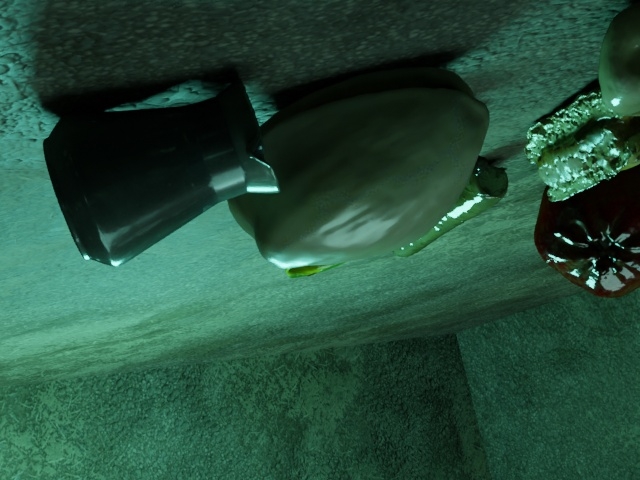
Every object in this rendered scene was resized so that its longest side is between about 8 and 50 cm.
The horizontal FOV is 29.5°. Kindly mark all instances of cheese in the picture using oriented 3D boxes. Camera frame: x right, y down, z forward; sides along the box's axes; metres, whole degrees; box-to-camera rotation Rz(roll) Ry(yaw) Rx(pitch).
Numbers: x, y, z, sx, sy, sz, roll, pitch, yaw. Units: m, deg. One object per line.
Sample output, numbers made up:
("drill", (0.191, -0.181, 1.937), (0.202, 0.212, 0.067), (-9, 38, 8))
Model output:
("cheese", (0.429, -0.219, 1.388), (0.235, 0.117, 0.218), (-15, 170, 5))

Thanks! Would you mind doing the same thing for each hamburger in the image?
("hamburger", (0.397, -0.152, 1.719), (0.131, 0.124, 0.262), (-29, 179, -20))

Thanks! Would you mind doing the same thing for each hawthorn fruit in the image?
("hawthorn fruit", (0.498, -0.045, 2.083), (0.254, 0.254, 0.300), (-17, -164, 22))

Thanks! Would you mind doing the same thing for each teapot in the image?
("teapot", (-0.170, -0.080, 1.326), (0.225, 0.171, 0.203), (-18, -171, -4))

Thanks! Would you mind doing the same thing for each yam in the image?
("yam", (0.209, -0.046, 2.093), (0.083, 0.083, 0.371), (-8, 167, -23))

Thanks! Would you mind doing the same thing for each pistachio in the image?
("pistachio", (0.047, -0.087, 1.442), (0.331, 0.208, 0.226), (-22, 123, 13))

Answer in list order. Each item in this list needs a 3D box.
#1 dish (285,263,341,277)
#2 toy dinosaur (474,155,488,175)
("dish", (0.000, 0.000, 2.082), (0.148, 0.080, 0.207), (-12, 168, -23))
("toy dinosaur", (0.132, -0.119, 1.623), (0.178, 0.087, 0.187), (-4, 165, -42))
